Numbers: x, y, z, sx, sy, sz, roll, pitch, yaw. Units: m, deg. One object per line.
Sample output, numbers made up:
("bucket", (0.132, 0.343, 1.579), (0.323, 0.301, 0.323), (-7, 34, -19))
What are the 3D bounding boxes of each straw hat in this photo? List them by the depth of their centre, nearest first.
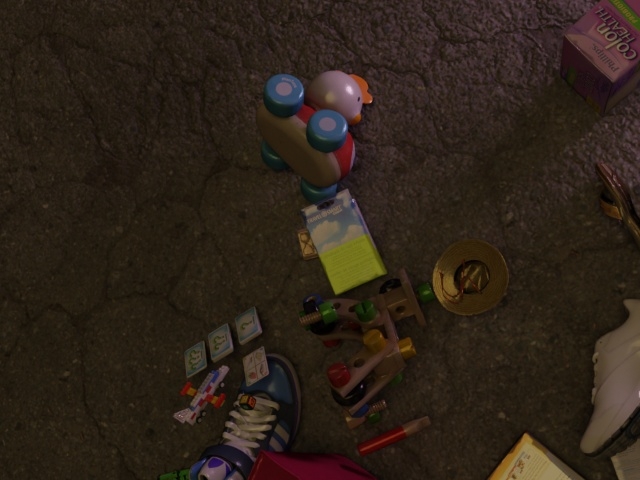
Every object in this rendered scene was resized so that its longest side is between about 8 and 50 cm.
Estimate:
("straw hat", (0.280, 0.066, 1.429), (0.144, 0.061, 0.145), (-1, 89, 29))

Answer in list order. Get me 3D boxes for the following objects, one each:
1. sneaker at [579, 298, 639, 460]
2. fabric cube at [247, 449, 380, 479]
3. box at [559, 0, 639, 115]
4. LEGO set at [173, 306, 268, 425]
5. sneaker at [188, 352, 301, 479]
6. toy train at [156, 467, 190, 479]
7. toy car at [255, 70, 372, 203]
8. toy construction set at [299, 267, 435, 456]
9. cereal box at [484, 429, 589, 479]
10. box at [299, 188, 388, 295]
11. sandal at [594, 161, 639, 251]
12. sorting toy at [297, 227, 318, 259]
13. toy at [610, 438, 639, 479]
("sneaker", (0.515, 0.233, 1.329), (0.129, 0.111, 0.297), (26, 78, 38))
("fabric cube", (0.005, 0.526, 1.316), (0.259, 0.258, 0.254), (25, 90, 35))
("box", (0.538, -0.357, 1.325), (0.243, 0.213, 0.117), (-43, 75, 8))
("LEGO set", (-0.189, 0.239, 1.469), (0.182, 0.060, 0.244), (-32, 36, 10))
("sneaker", (-0.139, 0.369, 1.418), (0.130, 0.236, 0.323), (14, 88, 16))
("toy train", (-0.293, 0.473, 1.563), (0.083, 0.017, 0.024), (-17, 70, 13))
("toy car", (0.021, -0.236, 1.490), (0.210, 0.219, 0.238), (41, 67, 15))
("toy construction set", (0.121, 0.199, 1.395), (0.237, 0.257, 0.309), (-22, 99, -1))
("cereal box", (0.401, 0.473, 1.357), (0.240, 0.047, 0.173), (39, 94, 15))
("box", (0.044, 0.004, 1.498), (0.109, 0.042, 0.178), (-24, 84, 8))
("sandal", (0.523, -0.054, 1.379), (0.049, 0.072, 0.180), (-30, 81, 32))
("sorting toy", (0.000, 0.000, 1.538), (0.083, 0.012, 0.062), (-14, 83, 13))
("toy", (0.580, 0.446, 1.299), (0.136, 0.056, 0.237), (-14, 64, 2))
